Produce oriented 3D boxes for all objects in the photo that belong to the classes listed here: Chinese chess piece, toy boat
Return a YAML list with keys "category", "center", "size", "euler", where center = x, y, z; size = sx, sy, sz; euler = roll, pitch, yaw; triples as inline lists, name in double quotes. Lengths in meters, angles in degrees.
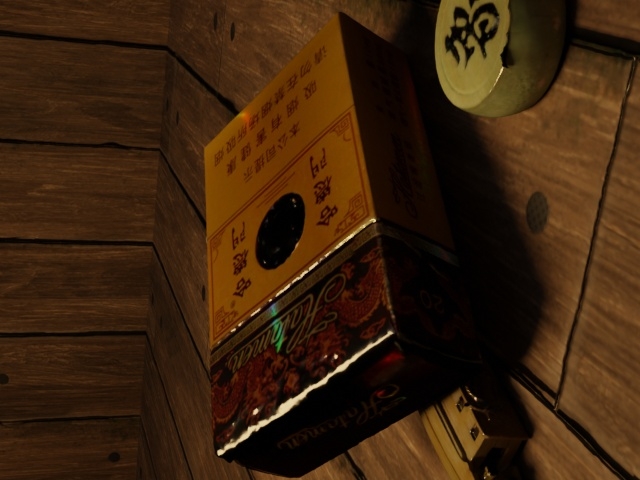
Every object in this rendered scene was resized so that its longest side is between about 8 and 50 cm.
- category: "Chinese chess piece"
  center: [0.149, -0.177, 0.786]
  size: [0.144, 0.058, 0.144]
  euler: [-179, 90, -70]
- category: "toy boat"
  center: [0.129, 0.150, 0.830]
  size: [0.200, 0.057, 0.077]
  euler: [-113, 36, -51]

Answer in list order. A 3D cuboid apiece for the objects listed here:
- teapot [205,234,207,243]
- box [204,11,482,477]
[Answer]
- category: "teapot"
  center: [-0.091, 0.010, 1.331]
  size: [0.162, 0.149, 0.239]
  euler: [142, 127, -65]
- category: "box"
  center: [0.000, 0.001, 0.941]
  size: [0.264, 0.116, 0.415]
  euler: [-38, 43, 35]
